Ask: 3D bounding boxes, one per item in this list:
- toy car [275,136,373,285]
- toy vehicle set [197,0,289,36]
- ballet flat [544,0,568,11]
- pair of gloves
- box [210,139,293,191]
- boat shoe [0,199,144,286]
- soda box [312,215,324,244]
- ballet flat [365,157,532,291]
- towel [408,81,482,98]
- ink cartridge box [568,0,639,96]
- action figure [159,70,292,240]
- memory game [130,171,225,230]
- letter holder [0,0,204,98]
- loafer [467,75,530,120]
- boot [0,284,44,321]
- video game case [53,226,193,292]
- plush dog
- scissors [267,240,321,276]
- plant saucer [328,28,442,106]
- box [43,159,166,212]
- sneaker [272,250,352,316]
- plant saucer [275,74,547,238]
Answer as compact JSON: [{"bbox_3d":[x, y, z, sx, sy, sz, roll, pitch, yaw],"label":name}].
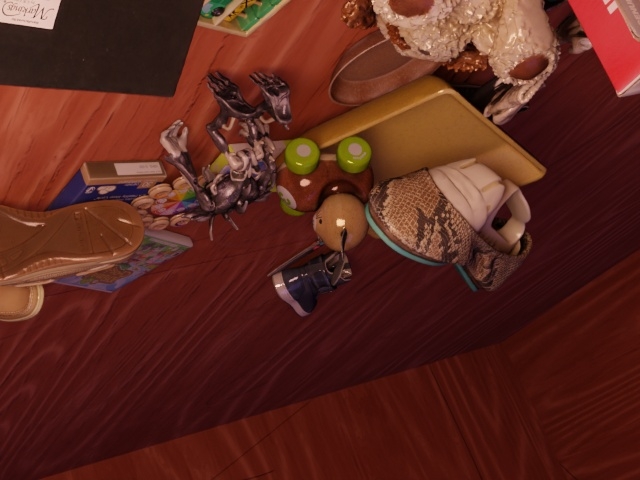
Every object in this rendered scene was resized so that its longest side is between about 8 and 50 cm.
[{"bbox_3d":[0.012,-0.034,1.655,0.149,0.188,0.155,-2,153,-7],"label":"toy car"},{"bbox_3d":[-0.053,-0.331,1.259,0.267,0.035,0.166,-34,160,32],"label":"toy vehicle set"},{"bbox_3d":[0.291,-0.349,1.580,0.241,0.091,0.077,-16,-175,-10],"label":"ballet flat"},{"bbox_3d":[0.325,-0.251,1.542,0.240,0.042,0.204,-47,-176,-9],"label":"pair of gloves"},{"bbox_3d":[-0.109,-0.115,1.809,0.178,0.042,0.109,-7,156,-39],"label":"box"},{"bbox_3d":[-0.427,0.017,1.606,0.341,0.121,0.110,-3,160,-16],"label":"boat shoe"},{"bbox_3d":[0.056,-0.039,2.136,0.058,0.063,0.183,-13,177,-29],"label":"soda box"},{"bbox_3d":[0.227,-0.037,1.750,0.182,0.164,0.483,-39,155,13],"label":"ballet flat"},{"bbox_3d":[0.133,-0.178,1.947,0.324,0.056,0.312,-39,160,35],"label":"towel"},{"bbox_3d":[0.363,-0.337,1.314,0.272,0.309,0.130,-12,159,-30],"label":"ink cartridge box"},{"bbox_3d":[-0.130,-0.128,1.596,0.164,0.141,0.275,-16,149,-31],"label":"action figure"},{"bbox_3d":[-0.217,-0.059,1.757,0.186,0.012,0.186,-18,163,-6],"label":"memory game"},{"bbox_3d":[-0.291,-0.253,1.048,0.302,0.214,0.152,-3,121,-47],"label":"letter holder"},{"bbox_3d":[0.251,-0.190,1.848,0.220,0.078,0.080,-38,161,28],"label":"loafer"},{"bbox_3d":[-0.530,0.067,1.640,0.213,0.077,0.165,9,174,27],"label":"boot"},{"bbox_3d":[-0.354,0.031,1.963,0.193,0.023,0.212,-29,162,17],"label":"video game case"},{"bbox_3d":[0.159,-0.307,1.433,0.262,0.210,0.225,22,156,-26],"label":"plush dog"},{"bbox_3d":[0.000,0.000,2.337,0.297,0.021,0.109,-26,165,12],"label":"scissors"},{"bbox_3d":[0.097,-0.265,1.645,0.198,0.036,0.198,-22,163,-7],"label":"plant saucer"},{"bbox_3d":[-0.348,-0.051,1.712,0.136,0.036,0.225,-6,157,-43],"label":"box"},{"bbox_3d":[0.002,0.096,2.500,0.163,0.086,0.226,-23,162,8],"label":"sneaker"},{"bbox_3d":[0.139,-0.138,1.772,0.333,0.081,0.333,-22,150,29],"label":"plant saucer"}]
